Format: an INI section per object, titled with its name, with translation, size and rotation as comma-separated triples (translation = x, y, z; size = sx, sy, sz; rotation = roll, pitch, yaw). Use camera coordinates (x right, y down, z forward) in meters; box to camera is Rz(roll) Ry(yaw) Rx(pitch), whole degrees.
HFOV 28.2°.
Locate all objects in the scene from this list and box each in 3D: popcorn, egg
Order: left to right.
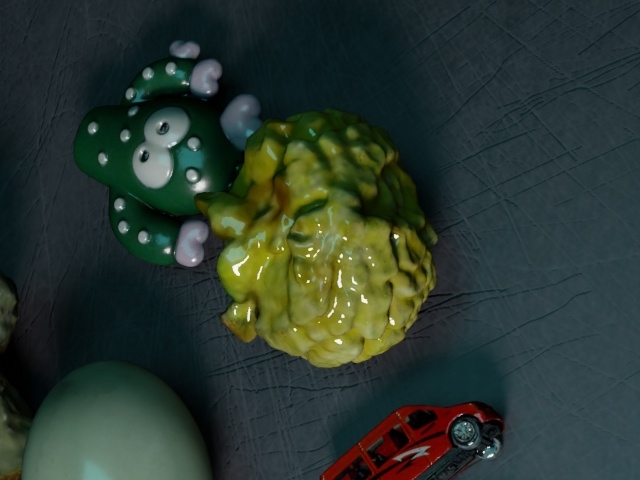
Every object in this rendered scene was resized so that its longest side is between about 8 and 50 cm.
[egg]
translation = -0.214, 0.267, 1.356
size = 0.203, 0.203, 0.283
rotation = -14, 74, 16
[popcorn]
translation = 0.000, 0.000, 1.328
size = 0.258, 0.224, 0.270
rotation = 30, 98, 32

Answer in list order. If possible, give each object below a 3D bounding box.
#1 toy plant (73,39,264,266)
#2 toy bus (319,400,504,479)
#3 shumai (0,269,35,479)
[toy plant]
translation = -0.171, -0.099, 1.467
size = 0.232, 0.112, 0.243
rotation = -50, 62, 9
[toy bus]
translation = 0.098, 0.226, 1.322
size = 0.195, 0.081, 0.089
rotation = -42, 59, 8
[shumai]
translation = -0.451, 0.196, 1.430
size = 0.304, 0.309, 0.263
rotation = -23, 85, -19
